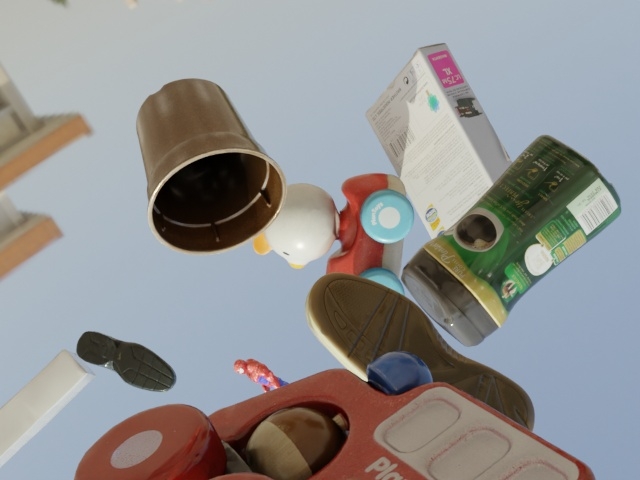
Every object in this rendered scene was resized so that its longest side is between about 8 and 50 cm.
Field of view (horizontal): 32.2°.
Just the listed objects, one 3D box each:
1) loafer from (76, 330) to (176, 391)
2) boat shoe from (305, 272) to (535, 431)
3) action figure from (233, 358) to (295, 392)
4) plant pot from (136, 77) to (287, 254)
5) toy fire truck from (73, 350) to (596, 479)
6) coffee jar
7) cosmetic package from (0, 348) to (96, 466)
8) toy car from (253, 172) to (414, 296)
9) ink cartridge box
[{"bbox_3d":[-0.283,0.182,1.671,0.170,0.061,0.062,24,-93,21],"label":"loafer"},{"bbox_3d":[0.097,0.145,1.235,0.098,0.302,0.109,-30,-149,58],"label":"boat shoe"},{"bbox_3d":[-0.044,0.144,1.102,0.038,0.115,0.030,21,-102,53],"label":"action figure"},{"bbox_3d":[-0.145,-0.097,1.333,0.167,0.167,0.165,-29,-130,3],"label":"plant pot"},{"bbox_3d":[0.002,0.175,0.717,0.254,0.169,0.302,-31,-156,-17],"label":"toy fire truck"},{"bbox_3d":[0.160,0.002,0.949,0.184,0.079,0.096,-42,-139,-1],"label":"coffee jar"},{"bbox_3d":[-0.468,0.276,1.756,0.239,0.060,0.099,-44,174,-9],"label":"cosmetic package"},{"bbox_3d":[0.000,0.000,1.593,0.237,0.210,0.219,6,-172,-2],"label":"toy car"},{"bbox_3d":[0.189,-0.103,1.590,0.065,0.311,0.186,-17,165,-30],"label":"ink cartridge box"}]
